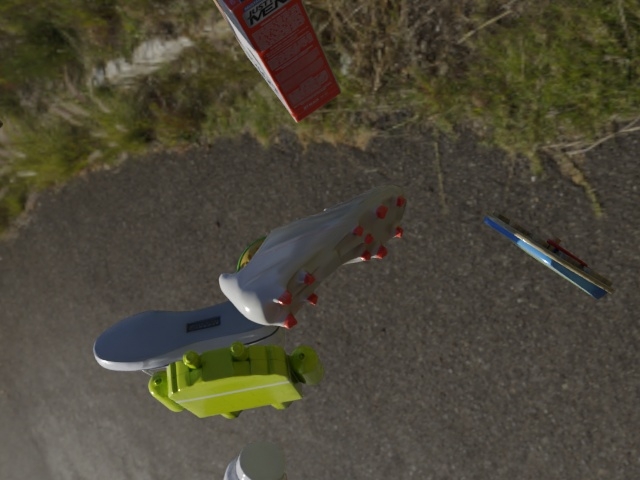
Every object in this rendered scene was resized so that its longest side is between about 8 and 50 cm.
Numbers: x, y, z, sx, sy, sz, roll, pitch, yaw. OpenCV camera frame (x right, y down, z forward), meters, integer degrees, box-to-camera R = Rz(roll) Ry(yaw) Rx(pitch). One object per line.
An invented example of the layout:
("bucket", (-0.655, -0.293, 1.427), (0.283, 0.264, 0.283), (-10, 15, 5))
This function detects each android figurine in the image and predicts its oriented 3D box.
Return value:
("android figurine", (-0.121, 0.202, 1.077), (0.273, 0.248, 0.056), (69, -169, -64))

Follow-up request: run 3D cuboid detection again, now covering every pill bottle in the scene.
("pill bottle", (-0.133, 0.490, 1.452), (0.124, 0.124, 0.221), (51, 138, 34))

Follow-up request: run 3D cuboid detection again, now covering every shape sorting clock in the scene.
("shape sorting clock", (0.319, 0.012, 1.042), (0.206, 0.206, 0.040), (41, 99, 42))

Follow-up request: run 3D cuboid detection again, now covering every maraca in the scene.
("maraca", (-0.132, 0.073, 1.686), (0.127, 0.186, 0.099), (44, 178, -3))

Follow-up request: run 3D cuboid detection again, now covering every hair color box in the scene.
("hair color box", (-0.044, -0.177, 0.599), (0.093, 0.053, 0.167), (56, 180, 24))

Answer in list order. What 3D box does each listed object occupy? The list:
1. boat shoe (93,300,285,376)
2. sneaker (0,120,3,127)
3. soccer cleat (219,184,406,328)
("boat shoe", (-0.244, 0.214, 1.450), (0.136, 0.367, 0.156), (-101, -3, -51))
("sneaker", (-0.578, -0.172, 1.035), (0.099, 0.282, 0.153), (-31, 105, 20))
("soccer cleat", (0.000, 0.000, 0.641), (0.076, 0.196, 0.068), (28, 139, 32))
